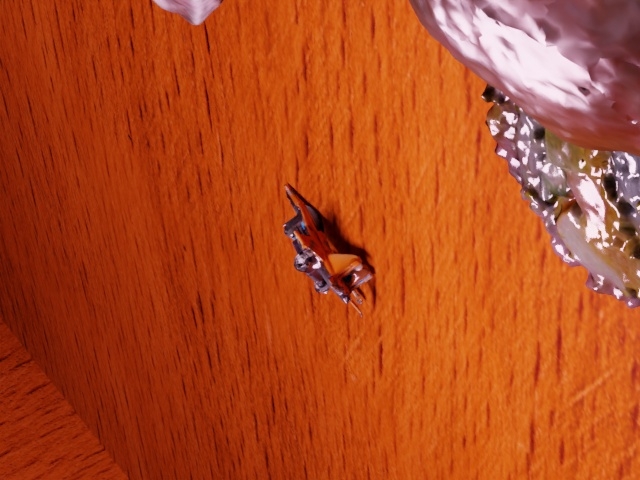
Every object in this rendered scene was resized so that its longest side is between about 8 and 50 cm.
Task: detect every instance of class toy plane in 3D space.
[{"bbox_3d":[-0.009,0.007,2.194,0.188,0.062,0.135,47,-179,39],"label":"toy plane"}]

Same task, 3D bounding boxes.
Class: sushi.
[{"bbox_3d":[0.241,-0.081,1.371,0.236,0.171,0.270,41,153,42],"label":"sushi"}]

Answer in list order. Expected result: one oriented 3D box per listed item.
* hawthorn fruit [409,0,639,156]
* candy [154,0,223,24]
[{"bbox_3d":[0.238,-0.224,0.963,0.403,0.403,0.402,48,155,31],"label":"hawthorn fruit"},{"bbox_3d":[-0.162,-0.360,1.964,0.289,0.157,0.214,57,174,-5],"label":"candy"}]
